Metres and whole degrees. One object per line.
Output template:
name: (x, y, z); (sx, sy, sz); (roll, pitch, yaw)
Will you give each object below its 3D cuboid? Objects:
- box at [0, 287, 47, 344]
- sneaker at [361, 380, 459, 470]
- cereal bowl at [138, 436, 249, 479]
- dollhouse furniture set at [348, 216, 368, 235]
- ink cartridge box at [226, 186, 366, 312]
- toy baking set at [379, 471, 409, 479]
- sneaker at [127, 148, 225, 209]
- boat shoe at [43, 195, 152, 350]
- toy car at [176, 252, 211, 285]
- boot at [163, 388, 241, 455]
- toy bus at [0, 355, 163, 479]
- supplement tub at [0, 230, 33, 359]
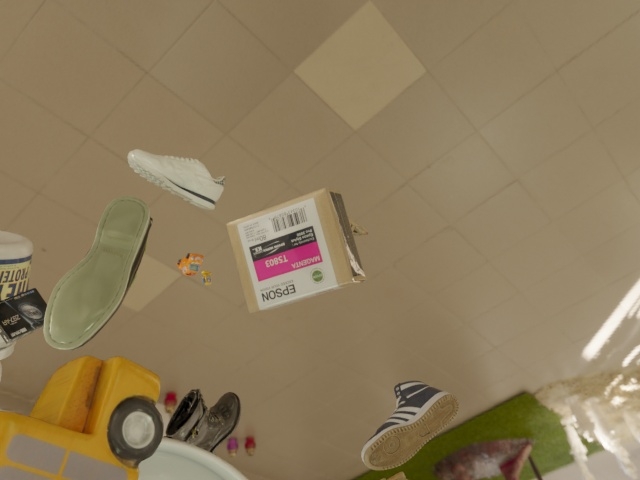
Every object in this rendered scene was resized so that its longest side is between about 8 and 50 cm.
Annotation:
box: (-0.490, 0.122, 0.874); (0.018, 0.083, 0.067); (-38, 85, 33)
sneaker: (0.199, 0.459, 1.354); (0.282, 0.153, 0.099); (-28, 108, -20)
cereal bowl: (-0.199, 0.369, 0.533); (0.339, 0.339, 0.141); (10, 161, -17)
dollhouse furniture set: (0.000, 0.000, 1.318); (0.129, 0.183, 0.129); (35, 75, -21)
ink cartridge box: (-0.051, 0.022, 1.063); (0.234, 0.193, 0.088); (-19, 172, 20)
toy baking set: (0.131, 0.537, 1.034); (0.256, 0.197, 0.030); (-31, 105, -3)
sneaker: (-0.333, -0.158, 1.243); (0.235, 0.090, 0.095); (30, 81, -36)
boat shoe: (-0.288, 0.049, 0.716); (0.081, 0.228, 0.069); (19, 148, -3)
toy car: (-0.247, 0.064, 1.115); (0.060, 0.040, 0.122); (-21, 154, 18)
boot: (-0.309, 0.472, 1.438); (0.091, 0.263, 0.229); (11, 134, 19)
toy bus: (-0.215, 0.234, 0.351); (0.108, 0.333, 0.130); (-26, 133, 33)
supplement tub: (-0.925, 0.145, 1.443); (0.235, 0.235, 0.325); (8, 98, -16)
